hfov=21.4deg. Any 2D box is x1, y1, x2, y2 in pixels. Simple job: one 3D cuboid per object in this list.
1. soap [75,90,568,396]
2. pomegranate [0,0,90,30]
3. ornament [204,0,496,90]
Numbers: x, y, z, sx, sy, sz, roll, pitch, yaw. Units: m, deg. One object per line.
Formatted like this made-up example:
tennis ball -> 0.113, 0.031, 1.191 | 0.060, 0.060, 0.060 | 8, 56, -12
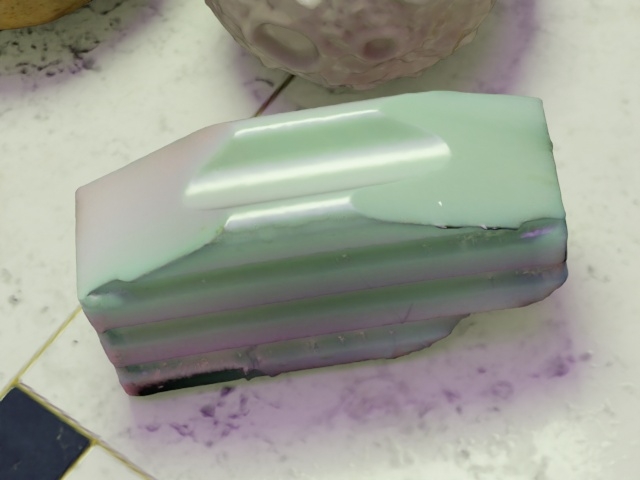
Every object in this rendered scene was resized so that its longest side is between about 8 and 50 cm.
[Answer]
soap -> 0.000, 0.000, 1.144 | 0.323, 0.193, 0.109 | -8, 58, 5
pomegranate -> -0.257, -0.326, 1.341 | 0.322, 0.322, 0.322 | -5, 58, 8
ornament -> 0.026, -0.235, 1.266 | 0.259, 0.225, 0.259 | -5, 58, 8
